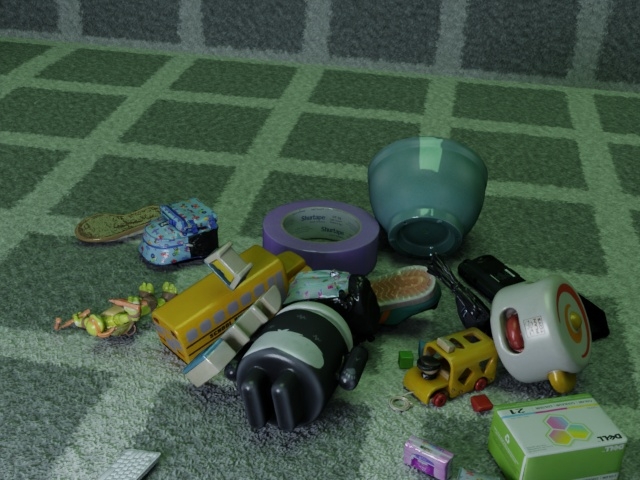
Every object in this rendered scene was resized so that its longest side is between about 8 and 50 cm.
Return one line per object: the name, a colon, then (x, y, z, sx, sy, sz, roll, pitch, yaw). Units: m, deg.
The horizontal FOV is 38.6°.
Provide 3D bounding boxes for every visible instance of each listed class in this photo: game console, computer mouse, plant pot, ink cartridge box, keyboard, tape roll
game console: (0.451, 0.125, 2.019, 0.213, 0.044, 0.361, -10, 31, -25)
computer mouse: (0.282, 0.119, 1.850, 0.184, 0.060, 0.262, 52, 8, 23)
plant pot: (0.252, -0.079, 2.174, 0.293, 0.293, 0.196, 4, 54, 3)
ink cartridge box: (0.414, 0.372, 1.488, 0.189, 0.097, 0.255, -5, 28, -14)
keyboard: (-0.350, 0.406, 1.431, 0.072, 0.014, 0.256, 5, 26, 26)
tape roll: (0.000, 0.000, 2.162, 0.275, 0.090, 0.275, 2, 27, -1)

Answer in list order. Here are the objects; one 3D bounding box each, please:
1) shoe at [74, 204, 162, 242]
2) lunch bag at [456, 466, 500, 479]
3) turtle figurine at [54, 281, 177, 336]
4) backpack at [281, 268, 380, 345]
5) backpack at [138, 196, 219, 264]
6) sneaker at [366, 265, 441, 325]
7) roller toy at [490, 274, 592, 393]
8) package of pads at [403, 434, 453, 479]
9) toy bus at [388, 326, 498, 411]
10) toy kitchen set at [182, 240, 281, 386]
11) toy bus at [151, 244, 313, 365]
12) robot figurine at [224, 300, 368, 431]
shoe: (-0.486, -0.030, 2.220, 0.219, 0.058, 0.076, -13, 62, -19)
lunch bag: (0.244, 0.408, 1.453, 0.071, 0.053, 0.083, 12, 20, 12)
turtle figurine: (-0.387, 0.146, 1.830, 0.269, 0.087, 0.217, -19, 4, 39)
backpack: (0.018, 0.126, 1.806, 0.182, 0.152, 0.115, -3, 40, 24)
backpack: (-0.338, -0.015, 2.133, 0.173, 0.117, 0.158, -15, 32, -24)
sneaker: (0.105, 0.136, 1.917, 0.302, 0.121, 0.108, -9, 55, 14)
roller toy: (0.427, 0.169, 1.737, 0.146, 0.191, 0.209, -19, 30, 34)
package of pads: (0.182, 0.365, 1.529, 0.083, 0.050, 0.032, 19, 37, 28)
toy bus: (0.238, 0.233, 1.726, 0.191, 0.104, 0.202, 7, 28, 9)
toy kitchen set: (-0.200, 0.134, 1.699, 0.166, 0.122, 0.207, 46, 55, -3)
toy bus: (-0.169, 0.118, 1.844, 0.333, 0.130, 0.108, -34, 43, -27)
robot figurine: (-0.045, 0.228, 1.646, 0.209, 0.173, 0.278, 35, 33, 2)
